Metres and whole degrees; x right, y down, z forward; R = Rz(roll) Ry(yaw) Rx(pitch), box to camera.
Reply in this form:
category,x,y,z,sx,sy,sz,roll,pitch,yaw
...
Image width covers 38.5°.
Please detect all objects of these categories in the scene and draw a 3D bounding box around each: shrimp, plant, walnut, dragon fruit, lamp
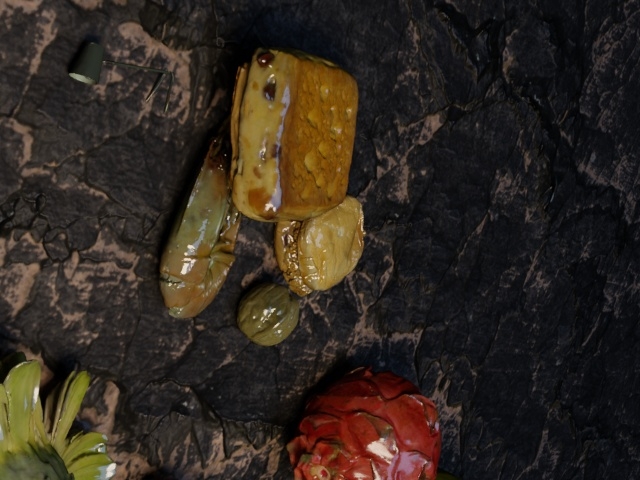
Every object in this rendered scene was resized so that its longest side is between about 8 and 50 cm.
category,x,y,z,sx,sy,sz,roll,pitch,yaw
shrimp,-0.135,-0.029,1.158,0.145,0.061,0.267,-1,104,-61
plant,-0.342,0.300,0.980,0.261,0.297,0.306,-22,147,-5
walnut,-0.073,0.102,1.275,0.092,0.092,0.092,-24,125,-40
dragon fruit,0.072,0.323,1.436,0.252,0.241,0.241,-70,151,-43
lamp,-0.217,-0.185,1.008,0.121,0.041,0.054,23,81,-48

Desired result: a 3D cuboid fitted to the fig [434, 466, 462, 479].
category,x,y,z,sx,sy,sz,roll,pitch,yaw
fig,0.139,0.549,1.561,0.343,0.343,0.343,-24,125,-40

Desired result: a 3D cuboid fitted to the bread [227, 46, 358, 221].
category,x,y,z,sx,sy,sz,roll,pitch,yaw
bread,-0.037,-0.130,1.150,0.235,0.099,0.210,-6,104,-65

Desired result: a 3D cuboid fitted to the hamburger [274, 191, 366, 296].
category,x,y,z,sx,sy,sz,roll,pitch,yaw
hamburger,0.000,0.000,1.309,0.147,0.083,0.138,-32,126,-38

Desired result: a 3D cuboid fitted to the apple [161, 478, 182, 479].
category,x,y,z,sx,sy,sz,roll,pitch,yaw
apple,-0.206,0.396,1.205,0.163,0.163,0.139,-41,121,-29
